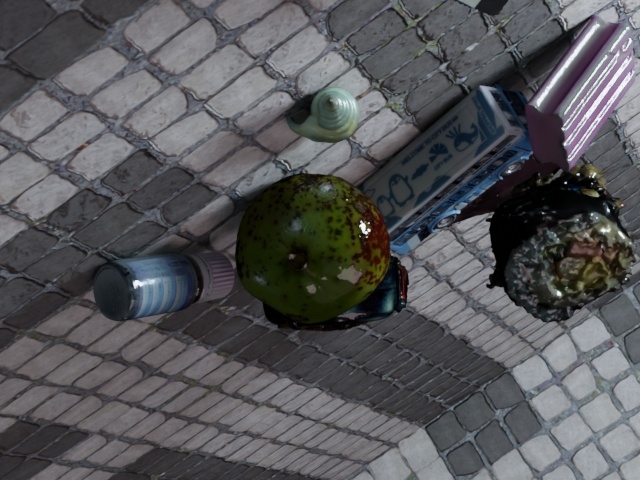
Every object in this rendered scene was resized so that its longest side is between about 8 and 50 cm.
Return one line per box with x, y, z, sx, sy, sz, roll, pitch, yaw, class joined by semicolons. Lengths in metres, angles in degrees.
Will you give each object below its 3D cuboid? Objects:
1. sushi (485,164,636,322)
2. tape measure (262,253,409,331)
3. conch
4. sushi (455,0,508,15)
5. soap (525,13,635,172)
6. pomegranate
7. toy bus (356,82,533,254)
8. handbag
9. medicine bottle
0.367;-0.015;2.493;0.238;0.218;0.225;-7;126;11;sushi
0.016;0.069;2.382;0.202;0.135;0.223;-3;180;20;tape measure
0.009;-0.151;2.022;0.088;0.065;0.180;-32;169;-5;conch
0.184;-0.371;1.781;0.192;0.050;0.215;12;124;-43;sushi
0.370;-0.210;2.253;0.203;0.065;0.122;-51;146;-26;soap
0.000;0.000;2.201;0.214;0.214;0.248;-42;-178;25;pomegranate
0.182;-0.102;2.334;0.297;0.106;0.131;-40;154;25;toy bus
0.289;-0.119;2.495;0.216;0.074;0.203;-14;153;-36;handbag
-0.208;0.057;2.168;0.203;0.083;0.083;-10;151;-46;medicine bottle
